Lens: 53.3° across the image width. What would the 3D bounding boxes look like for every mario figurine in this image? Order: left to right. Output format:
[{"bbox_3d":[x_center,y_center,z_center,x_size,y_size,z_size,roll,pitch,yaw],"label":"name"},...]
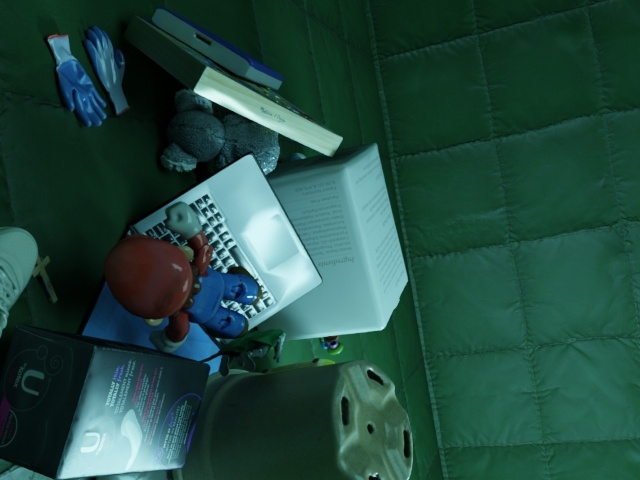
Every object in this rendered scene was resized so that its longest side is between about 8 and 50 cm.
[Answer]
[{"bbox_3d":[-0.231,0.064,1.023,0.320,0.170,0.198,37,39,-61],"label":"mario figurine"}]

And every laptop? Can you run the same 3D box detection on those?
[{"bbox_3d":[-0.185,0.127,1.182,0.236,0.407,0.382,52,-8,47],"label":"laptop"}]

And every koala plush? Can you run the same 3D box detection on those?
[{"bbox_3d":[-0.218,-0.206,1.324,0.221,0.203,0.196,20,83,-37],"label":"koala plush"}]

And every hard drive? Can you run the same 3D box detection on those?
[{"bbox_3d":[-0.203,-0.398,1.353,0.040,0.210,0.319,-59,178,11],"label":"hard drive"}]

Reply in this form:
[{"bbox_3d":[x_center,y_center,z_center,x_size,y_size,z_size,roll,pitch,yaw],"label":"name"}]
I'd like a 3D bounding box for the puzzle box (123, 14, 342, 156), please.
[{"bbox_3d":[-0.164,-0.303,1.289,0.408,0.272,0.052,16,109,-53],"label":"puzzle box"}]

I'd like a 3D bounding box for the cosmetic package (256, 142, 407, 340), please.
[{"bbox_3d":[0.000,0.000,1.595,0.329,0.327,0.394,-43,121,-66],"label":"cosmetic package"}]

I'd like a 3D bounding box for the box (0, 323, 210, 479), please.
[{"bbox_3d":[-0.298,0.225,0.889,0.270,0.143,0.165,37,64,-64],"label":"box"}]

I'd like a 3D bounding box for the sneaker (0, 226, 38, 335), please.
[{"bbox_3d":[-0.406,0.080,0.748,0.292,0.118,0.110,-74,147,-53],"label":"sneaker"}]

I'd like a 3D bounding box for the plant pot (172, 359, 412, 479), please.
[{"bbox_3d":[-0.026,0.349,1.087,0.333,0.305,0.334,33,45,-40],"label":"plant pot"}]

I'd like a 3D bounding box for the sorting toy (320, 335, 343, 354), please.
[{"bbox_3d":[0.030,0.301,1.938,0.102,0.061,0.042,-111,179,-59],"label":"sorting toy"}]

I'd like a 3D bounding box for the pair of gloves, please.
[{"bbox_3d":[-0.388,-0.285,1.099,0.198,0.023,0.159,-56,134,-62],"label":"pair of gloves"}]

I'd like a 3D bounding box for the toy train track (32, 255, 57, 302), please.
[{"bbox_3d":[-0.403,0.053,0.922,0.048,0.014,0.083,-76,157,-62],"label":"toy train track"}]

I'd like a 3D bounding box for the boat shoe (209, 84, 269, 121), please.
[{"bbox_3d":[-0.204,-0.351,1.528,0.302,0.094,0.109,-67,143,-54],"label":"boat shoe"}]

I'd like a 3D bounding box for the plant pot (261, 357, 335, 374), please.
[{"bbox_3d":[-0.045,0.408,1.456,0.207,0.227,0.228,66,24,-21],"label":"plant pot"}]

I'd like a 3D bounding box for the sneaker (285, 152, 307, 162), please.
[{"bbox_3d":[-0.053,-0.204,1.916,0.229,0.087,0.092,57,23,-62],"label":"sneaker"}]

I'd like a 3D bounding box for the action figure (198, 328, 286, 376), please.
[{"bbox_3d":[-0.117,0.197,1.173,0.232,0.137,0.064,-9,88,-77],"label":"action figure"}]

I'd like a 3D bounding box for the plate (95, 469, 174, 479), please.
[{"bbox_3d":[-0.243,0.460,1.074,0.277,0.045,0.278,-9,91,-61],"label":"plate"}]
